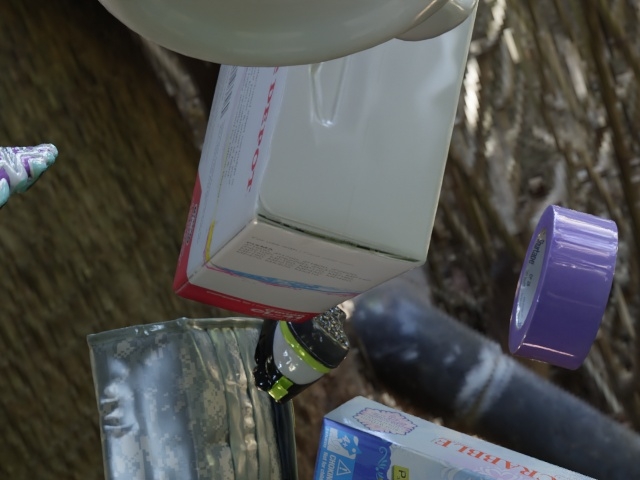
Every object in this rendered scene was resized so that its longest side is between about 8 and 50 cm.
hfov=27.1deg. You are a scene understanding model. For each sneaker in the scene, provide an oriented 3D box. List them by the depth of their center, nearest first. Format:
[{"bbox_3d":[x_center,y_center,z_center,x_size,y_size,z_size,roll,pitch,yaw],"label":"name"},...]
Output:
[{"bbox_3d":[-0.230,-0.060,0.926,0.038,0.069,0.098,-40,7,34],"label":"sneaker"},{"bbox_3d":[-0.034,0.091,1.267,0.097,0.084,0.235,-47,7,7],"label":"sneaker"}]

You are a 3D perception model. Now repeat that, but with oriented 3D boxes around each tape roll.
[{"bbox_3d":[0.292,0.056,1.610,0.080,0.189,0.189,16,19,1],"label":"tape roll"}]

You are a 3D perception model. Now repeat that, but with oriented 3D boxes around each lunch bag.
[{"bbox_3d":[-0.118,0.211,1.544,0.169,0.235,0.287,-11,-8,26],"label":"lunch bag"}]

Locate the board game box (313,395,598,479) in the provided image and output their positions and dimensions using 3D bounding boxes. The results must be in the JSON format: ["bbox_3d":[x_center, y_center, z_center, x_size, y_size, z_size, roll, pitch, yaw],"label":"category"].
[{"bbox_3d":[0.127,0.313,0.964,0.318,0.319,0.066,16,16,26],"label":"board game box"}]

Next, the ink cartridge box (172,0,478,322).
[{"bbox_3d":[-0.008,-0.071,1.030,0.131,0.226,0.306,16,-14,-15],"label":"ink cartridge box"}]

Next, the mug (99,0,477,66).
[{"bbox_3d":[-0.007,-0.247,0.668,0.276,0.328,0.374,-18,-28,23],"label":"mug"}]
